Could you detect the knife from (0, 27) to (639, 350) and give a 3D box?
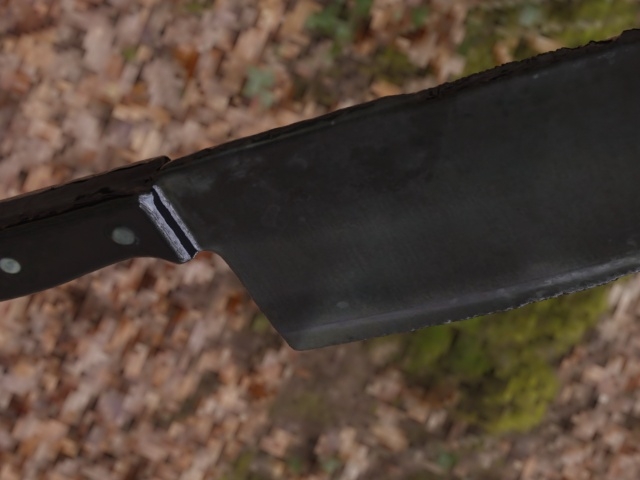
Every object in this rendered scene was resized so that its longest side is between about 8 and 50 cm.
[{"bbox_3d":[0.000,0.000,0.461,0.072,0.245,0.019,59,31,-34],"label":"knife"}]
